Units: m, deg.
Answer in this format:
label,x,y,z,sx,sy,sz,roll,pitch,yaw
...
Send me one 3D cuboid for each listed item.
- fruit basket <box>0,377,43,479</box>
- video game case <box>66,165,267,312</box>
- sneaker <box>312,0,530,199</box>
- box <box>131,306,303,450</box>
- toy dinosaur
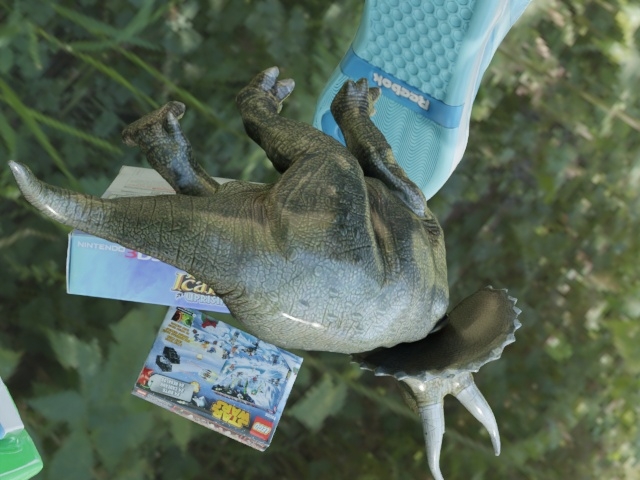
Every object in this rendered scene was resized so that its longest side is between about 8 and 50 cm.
label,x,y,z,sx,sy,sz,roll,pitch,yaw
fruit basket,-0.402,0.155,1.084,0.165,0.327,0.353,-40,160,30
video game case,-0.076,0.002,1.291,0.244,0.269,0.061,-79,176,-74
sneaker,0.110,-0.170,1.097,0.208,0.127,0.319,-48,168,-39
box,-0.096,0.126,1.302,0.094,0.137,0.027,-67,-173,-25
toy dinosaur,0.000,0.000,0.660,0.121,0.160,0.313,-44,146,13
